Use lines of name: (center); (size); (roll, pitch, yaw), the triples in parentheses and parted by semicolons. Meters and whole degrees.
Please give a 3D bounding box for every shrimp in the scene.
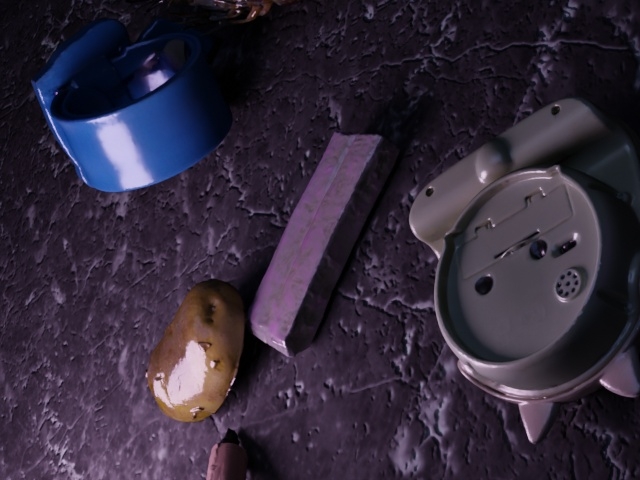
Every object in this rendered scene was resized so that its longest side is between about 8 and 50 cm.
shrimp: (-0.134, -0.394, 1.907); (0.372, 0.172, 0.137); (-9, 29, 16)

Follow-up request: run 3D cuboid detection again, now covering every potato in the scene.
potato: (-0.172, 0.142, 1.751); (0.200, 0.081, 0.164); (-63, 30, 22)

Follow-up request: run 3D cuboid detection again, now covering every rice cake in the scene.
rice cake: (0.000, -0.002, 1.691); (0.106, 0.050, 0.298); (26, 92, 52)

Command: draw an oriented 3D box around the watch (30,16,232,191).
watch: (-0.238, -0.205, 1.956); (0.305, 0.241, 0.274); (-37, 32, -18)

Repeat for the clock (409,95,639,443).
clock: (0.230, 0.035, 1.367); (0.265, 0.109, 0.324); (-34, 49, 32)

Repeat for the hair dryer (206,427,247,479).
hair dryer: (-0.106, 0.348, 1.578); (0.107, 0.189, 0.344); (-34, 26, 23)
